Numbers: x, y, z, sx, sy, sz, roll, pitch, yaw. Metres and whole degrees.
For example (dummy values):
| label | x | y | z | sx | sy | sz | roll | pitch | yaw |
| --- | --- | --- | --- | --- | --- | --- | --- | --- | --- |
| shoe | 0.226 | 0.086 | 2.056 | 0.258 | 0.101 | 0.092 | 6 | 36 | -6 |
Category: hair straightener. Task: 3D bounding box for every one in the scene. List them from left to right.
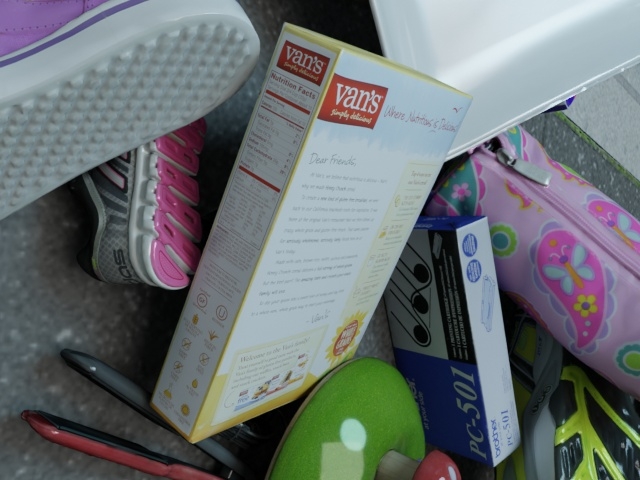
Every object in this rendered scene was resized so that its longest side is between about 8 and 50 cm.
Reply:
| label | x | y | z | sx | sy | sz | roll | pitch | yaw |
| --- | --- | --- | --- | --- | --- | --- | --- | --- | --- |
| hair straightener | -0.079 | 0.125 | 0.450 | 0.230 | 0.047 | 0.089 | 37 | 69 | -34 |

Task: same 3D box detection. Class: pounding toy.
| label | x | y | z | sx | sy | sz | roll | pitch | yaw |
| --- | --- | --- | --- | --- | --- | --- | --- | --- | --- |
| pounding toy | 0.039 | 0.214 | 0.478 | 0.183 | 0.110 | 0.237 | 41 | 70 | -55 |

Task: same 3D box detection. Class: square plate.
| label | x | y | z | sx | sy | sz | roll | pitch | yaw |
| --- | --- | --- | --- | --- | --- | --- | --- | --- | --- |
| square plate | 0.160 | -0.276 | 0.469 | 0.343 | 0.049 | 0.348 | -27 | 116 | -10 |

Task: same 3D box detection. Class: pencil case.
| label | x | y | z | sx | sy | sz | roll | pitch | yaw |
| --- | --- | --- | --- | --- | --- | --- | --- | --- | --- |
| pencil case | 0.219 | 0.017 | 0.557 | 0.124 | 0.124 | 0.284 | -32 | 69 | -34 |

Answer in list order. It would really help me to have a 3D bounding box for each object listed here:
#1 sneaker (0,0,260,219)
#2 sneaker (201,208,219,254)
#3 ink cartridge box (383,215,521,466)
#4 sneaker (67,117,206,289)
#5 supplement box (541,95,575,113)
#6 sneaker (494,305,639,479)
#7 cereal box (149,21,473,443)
| label | x | y | z | sx | sy | sz | roll | pitch | yaw |
| --- | --- | --- | --- | --- | --- | --- | --- | --- | --- |
| sneaker | -0.190 | -0.098 | 0.336 | 0.282 | 0.102 | 0.161 | -25 | 69 | -17 |
| sneaker | -0.044 | -0.015 | 0.471 | 0.089 | 0.051 | 0.170 | 7 | 91 | -44 |
| ink cartridge box | 0.110 | 0.083 | 0.572 | 0.046 | 0.097 | 0.207 | -21 | 104 | -37 |
| sneaker | -0.117 | -0.047 | 0.404 | 0.063 | 0.074 | 0.171 | 39 | 43 | -61 |
| supplement box | 0.216 | -0.232 | 0.640 | 0.220 | 0.111 | 0.114 | -52 | 121 | -26 |
| sneaker | 0.234 | 0.128 | 0.666 | 0.145 | 0.147 | 0.385 | 31 | 52 | -10 |
| cereal box | 0.000 | 0.000 | 0.422 | 0.173 | 0.047 | 0.240 | -3 | 120 | -56 |
